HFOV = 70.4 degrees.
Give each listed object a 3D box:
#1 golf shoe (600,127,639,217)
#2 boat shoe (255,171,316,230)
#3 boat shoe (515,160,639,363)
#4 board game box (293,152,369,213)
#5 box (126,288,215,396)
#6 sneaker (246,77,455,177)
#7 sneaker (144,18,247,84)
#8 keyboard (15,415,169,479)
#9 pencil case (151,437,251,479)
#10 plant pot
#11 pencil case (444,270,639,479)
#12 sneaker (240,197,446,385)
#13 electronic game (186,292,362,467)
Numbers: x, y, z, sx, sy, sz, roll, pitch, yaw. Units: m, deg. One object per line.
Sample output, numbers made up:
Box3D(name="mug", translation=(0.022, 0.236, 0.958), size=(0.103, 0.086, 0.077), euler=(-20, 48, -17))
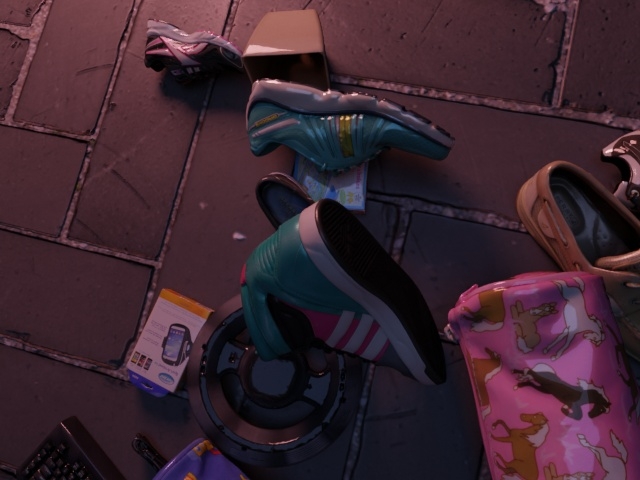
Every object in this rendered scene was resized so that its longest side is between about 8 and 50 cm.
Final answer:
Box3D(name="golf shoe", translation=(0.414, -0.043, 0.556), size=(0.094, 0.077, 0.198), euler=(-18, 72, 16))
Box3D(name="boat shoe", translation=(0.000, 0.000, 0.586), size=(0.080, 0.076, 0.228), euler=(-40, 89, 11))
Box3D(name="boat shoe", translation=(0.355, 0.034, 0.531), size=(0.109, 0.098, 0.302), euler=(-35, 78, 2))
Box3D(name="board game box", translation=(0.017, -0.117, 0.643), size=(0.104, 0.026, 0.154), euler=(4, 81, 9))
Box3D(name="box", translation=(-0.211, 0.145, 0.635), size=(0.081, 0.028, 0.136), euler=(24, 87, 11))
Box3D(name="sneaker", translation=(0.033, -0.136, 0.594), size=(0.276, 0.107, 0.109), euler=(13, 102, 15))
Box3D(name="sneaker", translation=(-0.189, -0.270, 0.687), size=(0.178, 0.072, 0.077), euler=(20, 96, 19))
Box3D(name="keyboard", translation=(-0.258, 0.369, 0.604), size=(0.317, 0.033, 0.201), euler=(43, 89, 12))
Box3D(name="pencil case", translation=(-0.069, 0.366, 0.521), size=(0.306, 0.133, 0.119), euler=(36, 105, 9))
Box3D(name="plant pot", translation=(-0.039, -0.259, 0.641), size=(0.109, 0.109, 0.096), euler=(0, 68, 9))
Box3D(name="pencil case", translation=(0.257, 0.227, 0.487), size=(0.160, 0.167, 0.385), euler=(-3, 77, -37))
Box3D(name="sneaker", translation=(0.014, 0.096, 0.529), size=(0.179, 0.295, 0.123), euler=(-24, 34, 27))
Box3D(name="electronic game", translation=(-0.060, 0.173, 0.596), size=(0.230, 0.048, 0.229), euler=(0, 76, 1))
